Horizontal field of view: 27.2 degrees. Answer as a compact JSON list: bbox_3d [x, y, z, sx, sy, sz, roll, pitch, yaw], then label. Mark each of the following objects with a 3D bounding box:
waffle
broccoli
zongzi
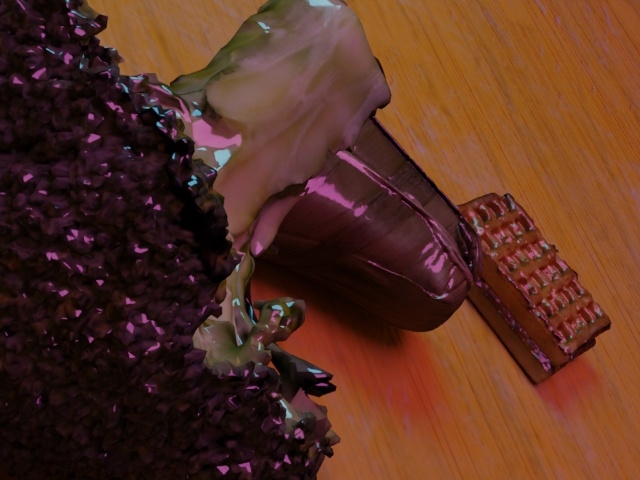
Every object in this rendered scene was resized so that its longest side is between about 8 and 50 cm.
[{"bbox_3d":[0.156,0.033,1.035,0.148,0.042,0.102,52,34,11],"label":"waffle"},{"bbox_3d":[-0.080,-0.051,0.666,0.252,0.221,0.361,29,39,-17],"label":"broccoli"},{"bbox_3d":[0.000,0.000,0.849,0.194,0.099,0.197,46,42,1],"label":"zongzi"}]
